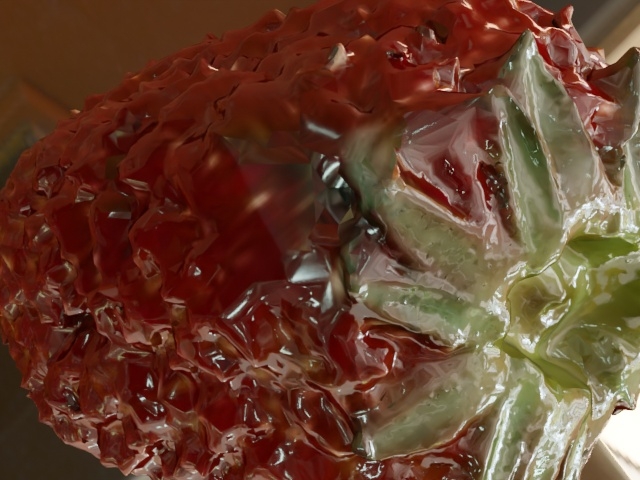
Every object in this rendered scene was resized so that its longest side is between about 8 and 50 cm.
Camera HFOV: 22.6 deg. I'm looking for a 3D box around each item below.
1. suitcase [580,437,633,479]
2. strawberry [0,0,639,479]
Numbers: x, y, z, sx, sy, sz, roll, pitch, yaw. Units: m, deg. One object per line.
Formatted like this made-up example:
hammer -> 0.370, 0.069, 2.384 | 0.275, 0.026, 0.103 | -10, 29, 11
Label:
suitcase -> 0.058, 0.245, 1.058 | 0.352, 0.339, 0.194 | -19, 112, -3
strawberry -> 0.002, 0.000, 0.787 | 0.292, 0.343, 0.292 | -18, 117, -41
